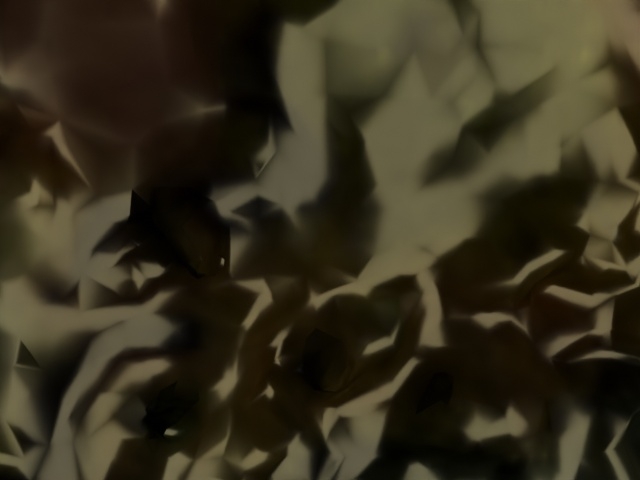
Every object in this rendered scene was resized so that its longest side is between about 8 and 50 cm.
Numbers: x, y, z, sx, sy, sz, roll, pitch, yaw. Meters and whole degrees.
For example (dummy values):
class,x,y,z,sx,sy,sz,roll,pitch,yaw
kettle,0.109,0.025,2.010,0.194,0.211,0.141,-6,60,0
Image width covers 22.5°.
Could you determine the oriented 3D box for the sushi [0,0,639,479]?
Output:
class,x,y,z,sx,sy,sz,roll,pitch,yaw
sushi,0.000,0.000,0.420,0.396,0.240,0.352,1,91,-19
